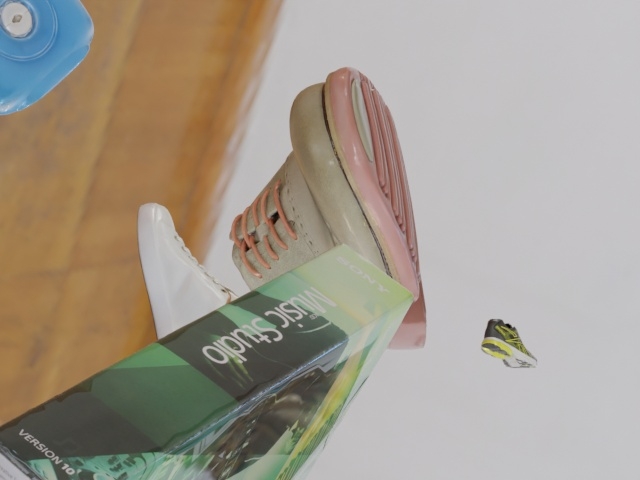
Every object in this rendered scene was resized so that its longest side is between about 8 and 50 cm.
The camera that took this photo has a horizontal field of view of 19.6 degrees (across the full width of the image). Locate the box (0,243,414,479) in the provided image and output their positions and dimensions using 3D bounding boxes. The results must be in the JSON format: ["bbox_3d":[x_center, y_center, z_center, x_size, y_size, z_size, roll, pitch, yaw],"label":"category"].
[{"bbox_3d":[-0.090,0.139,0.882,0.232,0.058,0.322,-60,166,27],"label":"box"}]

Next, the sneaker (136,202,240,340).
[{"bbox_3d":[-0.152,0.072,2.301,0.123,0.290,0.106,-15,149,-2],"label":"sneaker"}]

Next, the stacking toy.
[{"bbox_3d":[-0.405,-0.209,2.068,0.165,0.302,0.175,52,56,-16],"label":"stacking toy"}]

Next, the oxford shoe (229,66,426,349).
[{"bbox_3d":[0.000,0.000,1.419,0.397,0.147,0.140,77,6,-63],"label":"oxford shoe"}]

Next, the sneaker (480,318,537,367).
[{"bbox_3d":[0.185,0.099,1.777,0.083,0.031,0.035,32,61,-49],"label":"sneaker"}]
